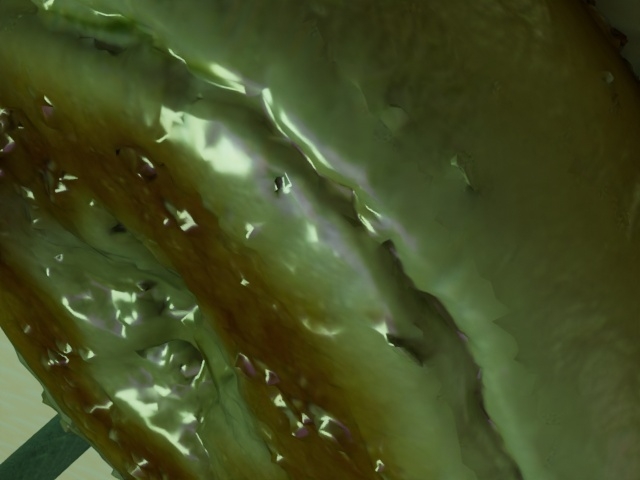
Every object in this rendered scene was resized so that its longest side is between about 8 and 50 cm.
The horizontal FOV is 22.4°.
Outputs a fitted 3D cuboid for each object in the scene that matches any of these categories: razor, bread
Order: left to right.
[{"bbox_3d":[-0.164,0.131,0.820,0.106,0.232,0.068,32,146,26],"label":"razor"},{"bbox_3d":[0.000,0.000,0.513,0.306,0.159,0.305,29,145,23],"label":"bread"}]
